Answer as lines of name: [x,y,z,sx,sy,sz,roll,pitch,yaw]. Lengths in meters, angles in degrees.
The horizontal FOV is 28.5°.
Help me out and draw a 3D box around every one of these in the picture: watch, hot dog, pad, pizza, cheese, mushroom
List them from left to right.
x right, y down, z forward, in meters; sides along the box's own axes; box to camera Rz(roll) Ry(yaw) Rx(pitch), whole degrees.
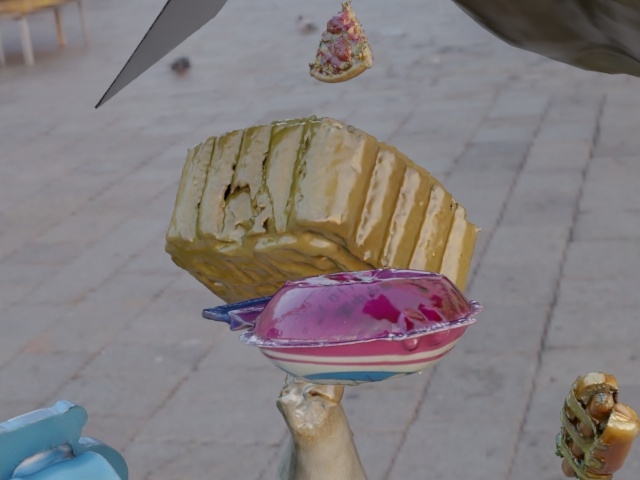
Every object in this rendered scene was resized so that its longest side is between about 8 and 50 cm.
watch: [-0.255,0.287,1.259,0.211,0.211,0.193,-18,38,-34]
pad: [-0.107,-0.222,1.154,0.170,0.006,0.245,-46,3,38]
mushroom: [-0.006,0.207,1.174,0.093,0.225,0.116,-14,43,-5]
cheese: [0.007,0.051,0.810,0.155,0.062,0.244,-9,5,-32]
pizza: [0.014,-0.221,1.492,0.029,0.100,0.099,11,-36,-40]
hot dog: [0.356,0.255,1.649,0.072,0.269,0.109,-21,61,-10]

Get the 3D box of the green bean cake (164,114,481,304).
green bean cake: [0.000,0.000,1.128,0.224,0.131,0.229,-8,-33,43]

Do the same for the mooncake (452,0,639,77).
mooncake: [0.170,-0.271,0.591,0.378,0.378,0.201,6,-2,35]
